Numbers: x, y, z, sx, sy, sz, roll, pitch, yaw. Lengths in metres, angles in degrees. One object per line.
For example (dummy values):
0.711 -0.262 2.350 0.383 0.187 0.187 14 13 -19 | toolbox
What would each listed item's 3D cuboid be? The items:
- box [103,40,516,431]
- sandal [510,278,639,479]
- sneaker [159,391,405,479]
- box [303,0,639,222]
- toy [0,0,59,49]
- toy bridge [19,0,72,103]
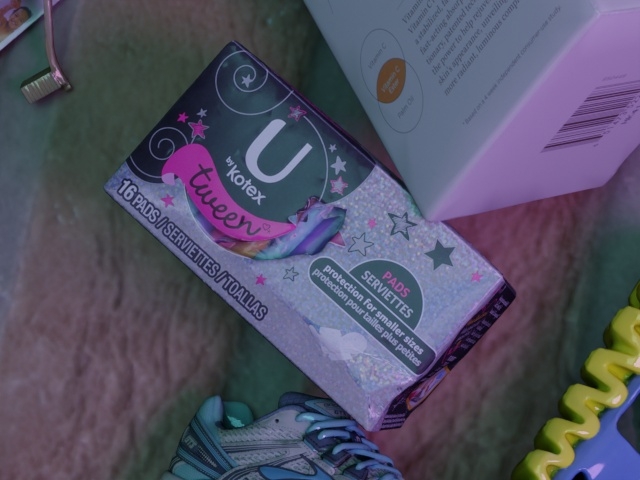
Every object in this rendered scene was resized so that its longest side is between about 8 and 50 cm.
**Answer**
0.000 0.000 1.096 0.247 0.163 0.142 41 92 11 | box
0.210 0.158 1.067 0.138 0.126 0.317 35 91 8 | sandal
-0.001 0.163 1.063 0.283 0.110 0.122 5 72 38 | sneaker
0.100 -0.220 1.029 0.168 0.215 0.345 -12 64 -34 | box
-0.248 -0.243 1.223 0.237 0.056 0.137 -41 80 2 | toy
-0.240 -0.194 1.187 0.063 0.026 0.188 -29 111 5 | toy bridge
